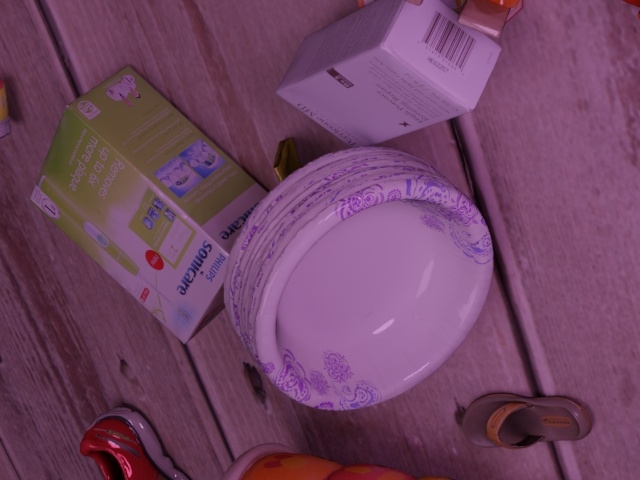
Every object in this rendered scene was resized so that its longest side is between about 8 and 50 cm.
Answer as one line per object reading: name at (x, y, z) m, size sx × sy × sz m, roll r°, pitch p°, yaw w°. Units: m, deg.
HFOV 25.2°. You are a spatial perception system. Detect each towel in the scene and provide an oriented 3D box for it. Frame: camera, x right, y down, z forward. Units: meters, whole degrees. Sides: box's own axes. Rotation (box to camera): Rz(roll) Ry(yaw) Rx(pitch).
towel at (0.000, 0.000, 1.682) m, size 0.021 × 0.102 × 0.237 m, roll -20°, pitch 110°, yaw 10°

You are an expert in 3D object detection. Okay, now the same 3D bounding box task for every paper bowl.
paper bowl at (0.032, 0.031, 1.545) m, size 0.148 × 0.284 × 0.284 m, roll 46°, pitch 149°, yaw 48°

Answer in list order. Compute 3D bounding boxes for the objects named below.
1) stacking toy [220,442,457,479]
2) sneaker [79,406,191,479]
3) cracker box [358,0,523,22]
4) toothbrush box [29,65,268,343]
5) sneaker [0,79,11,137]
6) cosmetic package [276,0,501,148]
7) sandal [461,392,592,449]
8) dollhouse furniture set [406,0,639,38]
stacking toy at (0.125, 0.400, 1.791) m, size 0.480 × 0.350 × 0.350 m, roll -13°, pitch 113°, yaw 25°
sneaker at (-0.273, 0.391, 2.199) m, size 0.279 × 0.118 × 0.107 m, roll 54°, pitch 140°, yaw -7°
cracker box at (0.105, -0.322, 1.357) m, size 0.156 × 0.067 × 0.232 m, roll 15°, pitch 130°, yaw 31°
toothbrush box at (-0.206, -0.043, 1.804) m, size 0.283 × 0.122 × 0.206 m, roll 42°, pitch 139°, yaw 5°
sneaker at (-0.507, -0.220, 1.969) m, size 0.208 × 0.081 × 0.094 m, roll 25°, pitch 127°, yaw 16°
cosmetic package at (0.063, -0.168, 1.434) m, size 0.117 × 0.085 × 0.231 m, roll 34°, pitch 159°, yaw -19°
sandal at (0.232, 0.218, 1.678) m, size 0.180 × 0.049 × 0.072 m, roll -9°, pitch 114°, yaw 44°
dollhouse furniture set at (0.193, -0.284, 1.200) m, size 0.259 × 0.135 × 0.262 m, roll 23°, pitch 128°, yaw 1°
